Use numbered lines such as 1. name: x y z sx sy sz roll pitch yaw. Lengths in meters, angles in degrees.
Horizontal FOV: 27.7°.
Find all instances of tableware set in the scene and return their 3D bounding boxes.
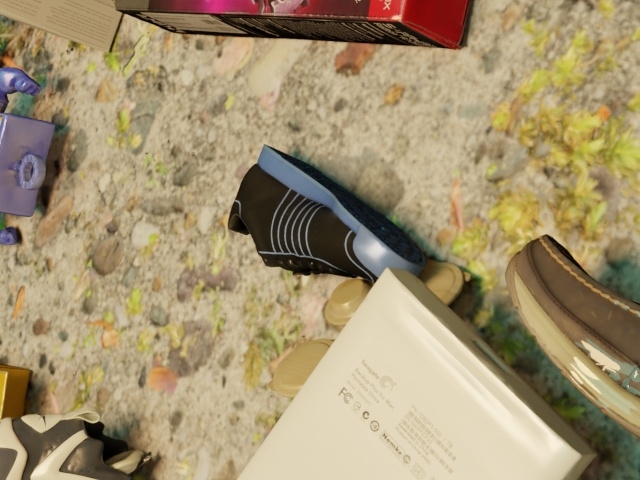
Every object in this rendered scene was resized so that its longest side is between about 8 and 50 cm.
1. tableware set: 0.040 0.076 1.064 0.141 0.020 0.168 0 44 41

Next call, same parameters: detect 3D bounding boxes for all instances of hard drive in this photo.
1. hard drive: 0.037 0.202 0.963 0.203 0.040 0.307 45 112 30

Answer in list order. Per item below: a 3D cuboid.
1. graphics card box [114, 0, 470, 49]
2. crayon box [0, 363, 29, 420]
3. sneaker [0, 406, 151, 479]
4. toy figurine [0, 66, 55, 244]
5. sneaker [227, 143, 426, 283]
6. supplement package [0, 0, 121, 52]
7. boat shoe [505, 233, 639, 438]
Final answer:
1. graphics card box: -0.019 -0.305 1.196 0.371 0.094 0.232 12 89 41
2. crayon box: -0.430 0.225 1.430 0.319 0.081 0.202 5 85 40
3. sneaker: -0.224 0.263 1.248 0.153 0.094 0.235 -19 100 -5
4. toy figurine: -0.391 -0.071 1.399 0.217 0.191 0.362 18 94 35
5. sneaker: 0.000 0.000 1.124 0.232 0.081 0.090 40 104 49
6. supplement package: -0.355 -0.324 1.400 0.262 0.204 0.145 25 96 40
7. boat shoe: 0.278 0.102 0.863 0.355 0.132 0.130 43 99 27
